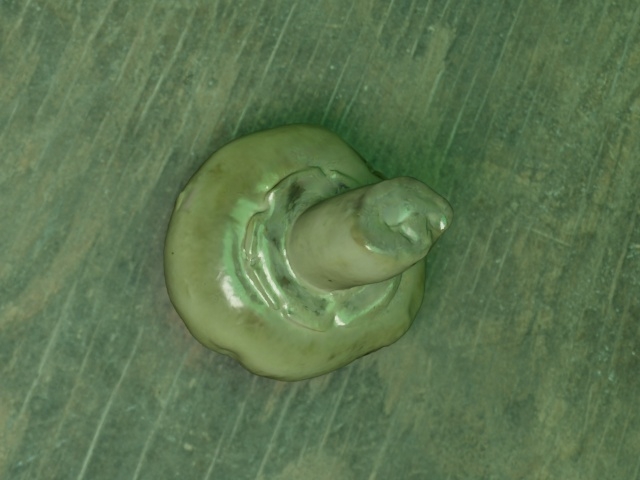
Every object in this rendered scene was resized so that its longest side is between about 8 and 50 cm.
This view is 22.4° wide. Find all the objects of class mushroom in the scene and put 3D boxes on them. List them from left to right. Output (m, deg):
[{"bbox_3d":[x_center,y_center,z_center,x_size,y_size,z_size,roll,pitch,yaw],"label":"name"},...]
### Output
[{"bbox_3d":[0.000,0.000,1.779,0.314,0.336,0.314,8,73,-27],"label":"mushroom"}]
